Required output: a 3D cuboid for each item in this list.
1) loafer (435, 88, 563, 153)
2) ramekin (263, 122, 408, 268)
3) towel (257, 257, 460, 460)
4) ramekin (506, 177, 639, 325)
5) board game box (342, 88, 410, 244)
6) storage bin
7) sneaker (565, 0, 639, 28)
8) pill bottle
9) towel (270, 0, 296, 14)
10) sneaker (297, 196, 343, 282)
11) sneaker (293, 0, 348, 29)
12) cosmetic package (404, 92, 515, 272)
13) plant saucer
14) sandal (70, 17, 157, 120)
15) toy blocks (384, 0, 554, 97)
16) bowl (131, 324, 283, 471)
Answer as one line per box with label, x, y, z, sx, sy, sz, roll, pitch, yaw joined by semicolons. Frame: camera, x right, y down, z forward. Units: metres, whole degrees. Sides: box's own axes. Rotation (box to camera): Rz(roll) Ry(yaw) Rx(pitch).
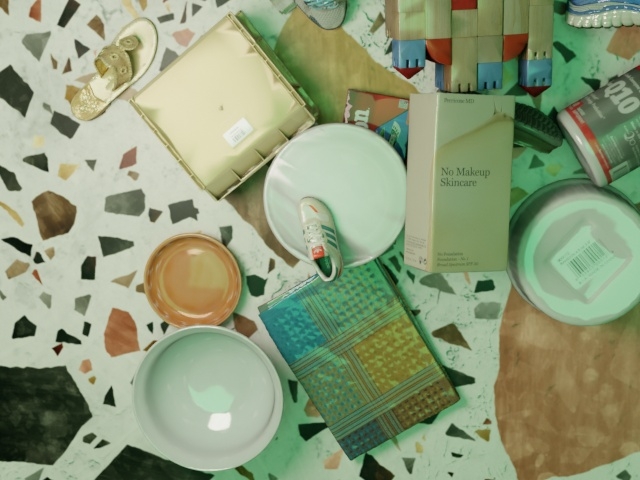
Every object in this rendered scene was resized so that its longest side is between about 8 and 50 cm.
loafer;0.329;-0.214;1.831;0.251;0.094;0.087;22;125;11
ramekin;0.035;-0.088;1.825;0.273;0.127;0.272;1;100;6
towel;0.075;0.224;1.945;0.271;0.040;0.370;-31;96;10
ramekin;0.487;0.028;1.821;0.277;0.135;0.277;1;100;6
board game box;0.100;-0.142;1.888;0.145;0.027;0.281;11;100;5
storage bin;-0.177;-0.253;1.851;0.262;0.123;0.260;-38;94;10
sneaker;0.588;-0.446;1.691;0.330;0.130;0.147;5;109;27
pill bottle;0.587;-0.232;1.755;0.283;0.161;0.161;-31;95;9
towel;-0.070;-0.502;1.804;0.113;0.023;0.152;-39;135;8
sneaker;0.000;0.000;1.740;0.057;0.075;0.161;-16;99;10
sneaker;-0.018;-0.462;1.735;0.110;0.283;0.122;-14;56;10
cosmetic package;0.243;-0.103;1.719;0.160;0.113;0.309;-2;99;-20
plant saucer;-0.253;0.081;1.955;0.200;0.037;0.200;1;98;6
sandal;-0.403;-0.326;1.883;0.088;0.079;0.240;41;101;-2
toy blocks;0.266;-0.383;1.753;0.381;0.191;0.261;-5;106;-11
bowl;-0.212;0.295;1.936;0.298;0.134;0.297;1;100;6
